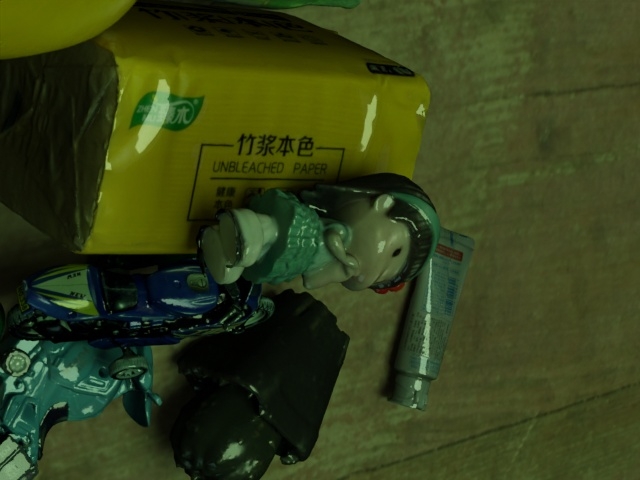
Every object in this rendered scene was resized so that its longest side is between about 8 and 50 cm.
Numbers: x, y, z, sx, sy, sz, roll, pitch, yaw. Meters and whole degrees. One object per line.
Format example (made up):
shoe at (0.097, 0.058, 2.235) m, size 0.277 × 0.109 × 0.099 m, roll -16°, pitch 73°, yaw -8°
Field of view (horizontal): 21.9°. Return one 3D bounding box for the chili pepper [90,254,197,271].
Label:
chili pepper at (-0.165, -0.005, 1.845) m, size 0.224 × 0.061 × 0.098 m, roll 6°, pitch 115°, yaw -37°

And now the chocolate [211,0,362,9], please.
chocolate at (-0.072, -0.300, 1.802) m, size 0.291 × 0.110 × 0.110 m, roll 5°, pitch 101°, yaw -41°

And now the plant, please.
plant at (-0.076, 0.177, 1.924) m, size 0.256 × 0.142 × 0.164 m, roll -52°, pitch 129°, yaw -27°

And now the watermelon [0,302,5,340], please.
watermelon at (-0.397, 0.063, 1.617) m, size 0.128 × 0.231 × 0.146 m, roll -16°, pitch 120°, yaw 5°

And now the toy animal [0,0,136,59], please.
toy animal at (-0.317, -0.304, 1.432) m, size 0.277 × 0.247 × 0.345 m, roll -54°, pitch 142°, yaw -26°

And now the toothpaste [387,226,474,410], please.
toothpaste at (0.142, 0.100, 2.125) m, size 0.089 × 0.057 × 0.234 m, roll 19°, pitch 86°, yaw -42°

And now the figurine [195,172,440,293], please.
figurine at (0.000, 0.000, 1.585) m, size 0.245 × 0.138 × 0.110 m, roll -2°, pitch 65°, yaw -33°

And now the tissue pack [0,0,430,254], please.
tissue pack at (-0.130, -0.121, 1.689) m, size 0.382 × 0.293 × 0.228 m, roll -2°, pitch 111°, yaw -37°

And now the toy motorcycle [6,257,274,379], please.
toy motorcycle at (-0.169, 0.063, 1.702) m, size 0.315 × 0.169 × 0.113 m, roll 0°, pitch 66°, yaw -32°

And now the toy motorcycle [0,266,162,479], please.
toy motorcycle at (-0.282, 0.172, 1.781) m, size 0.272 × 0.123 × 0.182 m, roll -45°, pitch 112°, yaw -17°
